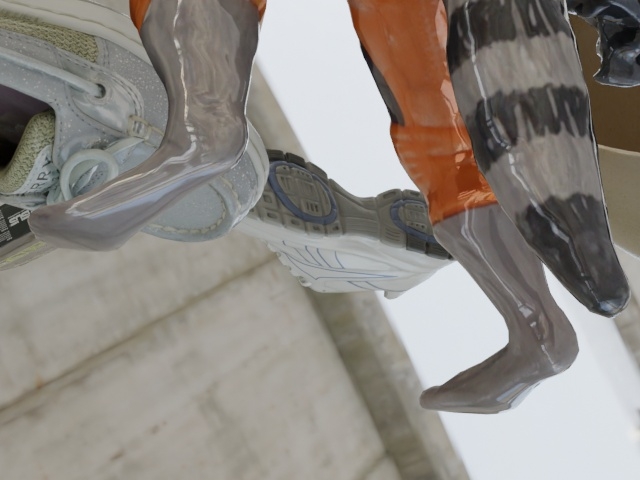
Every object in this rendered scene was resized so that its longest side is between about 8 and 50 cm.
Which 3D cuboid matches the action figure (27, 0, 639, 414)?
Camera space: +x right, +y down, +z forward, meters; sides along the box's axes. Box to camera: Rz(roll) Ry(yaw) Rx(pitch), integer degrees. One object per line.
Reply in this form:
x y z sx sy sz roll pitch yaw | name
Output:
0.068 -0.114 0.479 0.341 0.178 0.330 21 -111 -34 | action figure

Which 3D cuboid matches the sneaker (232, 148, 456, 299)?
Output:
0.000 0.000 1.446 0.297 0.129 0.111 18 -137 -24 | sneaker

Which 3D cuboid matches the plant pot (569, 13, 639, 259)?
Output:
0.286 -0.081 1.041 0.284 0.284 0.191 -86 -16 -48 | plant pot

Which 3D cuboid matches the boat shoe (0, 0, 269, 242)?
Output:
-0.171 -0.066 0.664 0.320 0.118 0.103 27 -127 -27 | boat shoe

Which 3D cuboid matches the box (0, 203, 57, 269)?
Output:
-0.312 -0.009 1.490 0.045 0.190 0.184 67 -156 1 | box
